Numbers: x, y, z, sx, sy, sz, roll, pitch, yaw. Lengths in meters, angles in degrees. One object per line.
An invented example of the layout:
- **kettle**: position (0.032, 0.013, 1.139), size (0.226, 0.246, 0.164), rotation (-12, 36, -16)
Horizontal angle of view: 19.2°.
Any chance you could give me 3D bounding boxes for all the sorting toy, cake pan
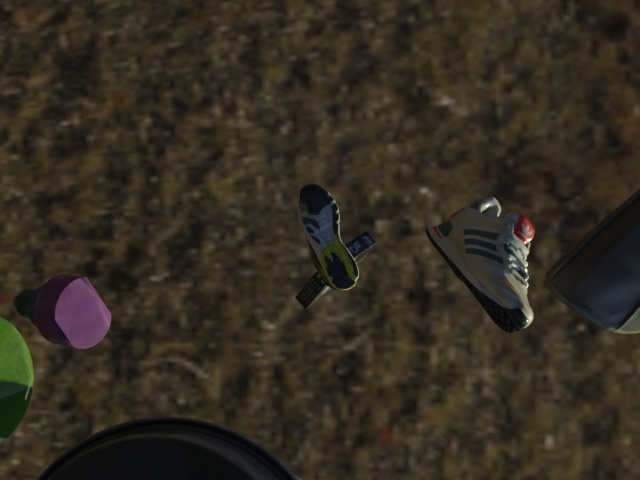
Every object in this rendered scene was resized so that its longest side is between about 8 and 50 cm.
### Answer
- **sorting toy**: position (-0.355, 0.131, 1.657), size (0.365, 0.126, 0.127), rotation (-35, 116, -35)
- **cake pan**: position (-0.135, 0.289, 1.552), size (0.054, 0.293, 0.293), rotation (43, 53, -76)

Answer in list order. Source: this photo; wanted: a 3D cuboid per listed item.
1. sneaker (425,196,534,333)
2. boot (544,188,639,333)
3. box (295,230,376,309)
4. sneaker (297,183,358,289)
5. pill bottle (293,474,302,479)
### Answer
- **sneaker**: position (0.147, 0.012, 1.557), size (0.075, 0.161, 0.057), rotation (-38, 121, 1)
- **boot**: position (0.302, -0.004, 1.451), size (0.190, 0.076, 0.208), rotation (24, 114, -18)
- **box**: position (0.016, 0.031, 2.009), size (0.018, 0.083, 0.067), rotation (47, 42, 9)
- **sneaker**: position (0.000, 0.000, 1.394), size (0.031, 0.035, 0.083), rotation (-16, 82, -20)
- **pill bottle**: position (0.023, 0.306, 1.749), size (0.118, 0.208, 0.117), rotation (-31, 137, -33)
